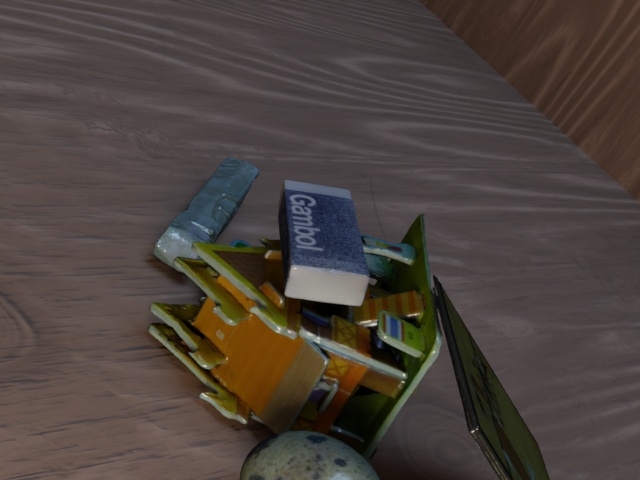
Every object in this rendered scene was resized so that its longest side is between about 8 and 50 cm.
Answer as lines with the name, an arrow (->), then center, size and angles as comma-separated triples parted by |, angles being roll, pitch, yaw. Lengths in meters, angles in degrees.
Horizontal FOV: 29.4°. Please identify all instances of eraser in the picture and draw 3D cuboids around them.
eraser -> 0.000, 0.000, 1.437 | 0.092, 0.046, 0.212 | 9, 28, -9

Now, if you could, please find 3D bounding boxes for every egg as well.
egg -> -0.013, 0.272, 1.277 | 0.141, 0.141, 0.181 | 6, 18, -47

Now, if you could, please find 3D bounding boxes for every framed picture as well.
framed picture -> 0.220, 0.232, 1.423 | 0.339, 0.014, 0.255 | 57, 15, -34

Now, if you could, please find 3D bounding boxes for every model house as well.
model house -> -0.035, 0.063, 1.518 | 0.313, 0.242, 0.358 | 26, 28, -12

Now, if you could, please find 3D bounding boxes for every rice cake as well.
rice cake -> -0.161, -0.038, 1.744 | 0.066, 0.063, 0.336 | 26, 26, 0
